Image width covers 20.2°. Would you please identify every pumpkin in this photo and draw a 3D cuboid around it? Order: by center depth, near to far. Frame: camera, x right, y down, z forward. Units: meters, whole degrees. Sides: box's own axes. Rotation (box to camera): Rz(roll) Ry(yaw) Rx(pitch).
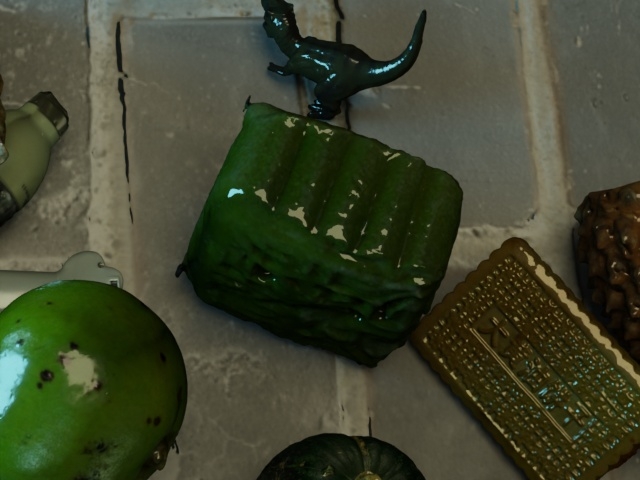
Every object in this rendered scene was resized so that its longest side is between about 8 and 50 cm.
[{"bbox_3d":[0.023,0.276,1.773,0.190,0.146,0.190,2,58,-2],"label":"pumpkin"}]

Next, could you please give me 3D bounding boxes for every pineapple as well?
[{"bbox_3d":[0.403,0.104,1.908,0.223,0.223,0.357,-9,85,-16],"label":"pineapple"}]

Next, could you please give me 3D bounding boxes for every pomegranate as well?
[{"bbox_3d":[-0.275,0.138,1.733,0.302,0.236,0.236,18,65,17],"label":"pomegranate"}]

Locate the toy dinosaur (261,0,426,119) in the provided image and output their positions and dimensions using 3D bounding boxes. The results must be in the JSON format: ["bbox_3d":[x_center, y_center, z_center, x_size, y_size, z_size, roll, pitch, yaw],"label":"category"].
[{"bbox_3d":[0.007,-0.212,1.941,0.187,0.179,0.087,29,65,2],"label":"toy dinosaur"}]

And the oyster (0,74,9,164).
[{"bbox_3d":[-0.448,-0.201,1.855,0.396,0.111,0.204,19,54,16],"label":"oyster"}]

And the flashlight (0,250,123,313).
[{"bbox_3d":[-0.302,0.059,1.842,0.200,0.047,0.093,-2,69,-10],"label":"flashlight"}]

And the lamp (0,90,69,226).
[{"bbox_3d":[-0.351,-0.058,1.847,0.101,0.101,0.250,41,70,5],"label":"lamp"}]

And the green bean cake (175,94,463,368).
[{"bbox_3d":[0.000,0.000,1.819,0.247,0.250,0.156,22,66,-4],"label":"green bean cake"}]

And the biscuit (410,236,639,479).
[{"bbox_3d":[0.227,0.140,1.878,0.172,0.029,0.254,-45,80,19],"label":"biscuit"}]
